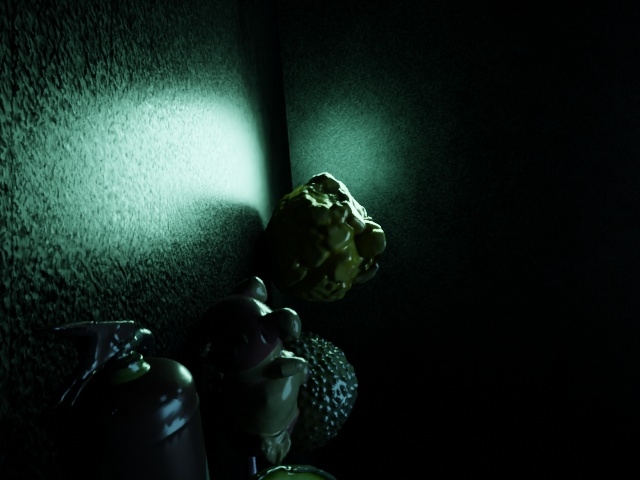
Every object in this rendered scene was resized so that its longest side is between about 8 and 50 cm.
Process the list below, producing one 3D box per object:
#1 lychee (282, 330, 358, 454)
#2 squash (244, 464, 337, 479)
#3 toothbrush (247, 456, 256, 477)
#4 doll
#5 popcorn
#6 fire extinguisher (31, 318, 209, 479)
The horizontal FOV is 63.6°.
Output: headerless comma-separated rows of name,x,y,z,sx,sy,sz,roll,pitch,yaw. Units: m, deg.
lychee,-0.040,0.349,1.197,0.274,0.255,0.255,52,11,-14
squash,-0.048,0.426,0.704,0.309,0.209,0.234,95,11,-57
toothbrush,-0.136,0.443,1.019,0.025,0.020,0.287,29,56,-78
doll,-0.095,0.199,0.792,0.196,0.152,0.256,-85,171,-68
popcorn,-0.013,0.006,1.501,0.390,0.353,0.345,-37,-109,41
fire extinguisher,-0.130,0.205,0.359,0.141,0.105,0.342,-69,153,-77
